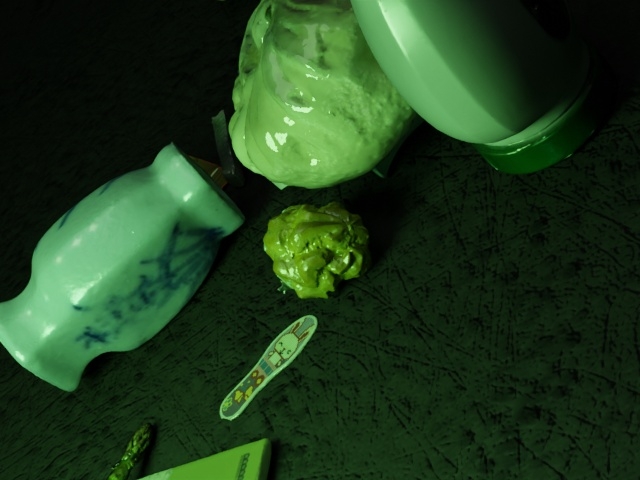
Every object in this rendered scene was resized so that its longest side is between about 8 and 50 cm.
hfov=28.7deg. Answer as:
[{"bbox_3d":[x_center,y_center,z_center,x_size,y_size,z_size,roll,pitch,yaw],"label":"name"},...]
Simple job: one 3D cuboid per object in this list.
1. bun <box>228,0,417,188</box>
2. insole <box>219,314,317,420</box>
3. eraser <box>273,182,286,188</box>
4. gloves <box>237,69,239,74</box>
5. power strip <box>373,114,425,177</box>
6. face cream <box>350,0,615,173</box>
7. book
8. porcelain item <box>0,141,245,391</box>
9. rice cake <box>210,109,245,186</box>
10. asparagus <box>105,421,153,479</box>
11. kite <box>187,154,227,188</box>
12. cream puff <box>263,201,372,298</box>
[{"bbox_3d":[-0.008,-0.247,1.807,0.360,0.211,0.359,-35,46,46],"label":"bun"},{"bbox_3d":[-0.075,0.179,1.774,0.197,0.004,0.065,-47,34,1],"label":"insole"},{"bbox_3d":[-0.033,-0.131,1.999,0.122,0.052,0.029,-31,36,26],"label":"eraser"},{"bbox_3d":[-0.125,-0.311,2.311,0.064,0.026,0.086,-41,34,14],"label":"gloves"},{"bbox_3d":[0.139,-0.195,1.870,0.253,0.054,0.167,-36,32,18],"label":"power strip"},{"bbox_3d":[0.198,-0.268,1.599,0.219,0.357,0.312,-22,41,33],"label":"face cream"},{"bbox_3d":[-0.217,0.408,1.675,0.352,0.035,0.239,-25,38,33],"label":"book"},{"bbox_3d":[-0.323,0.040,1.990,0.405,0.242,0.178,-45,52,1],"label":"porcelain item"},{"bbox_3d":[-0.161,-0.160,2.181,0.036,0.047,0.206,-38,33,16],"label":"rice cake"},{"bbox_3d":[-0.280,0.322,1.809,0.036,0.030,0.165,-58,1,40],"label":"asparagus"},{"bbox_3d":[-0.299,-0.055,2.256,0.378,0.013,0.327,-25,40,29],"label":"kite"},{"bbox_3d":[0.001,0.000,1.766,0.156,0.121,0.156,-28,33,21],"label":"cream puff"}]
